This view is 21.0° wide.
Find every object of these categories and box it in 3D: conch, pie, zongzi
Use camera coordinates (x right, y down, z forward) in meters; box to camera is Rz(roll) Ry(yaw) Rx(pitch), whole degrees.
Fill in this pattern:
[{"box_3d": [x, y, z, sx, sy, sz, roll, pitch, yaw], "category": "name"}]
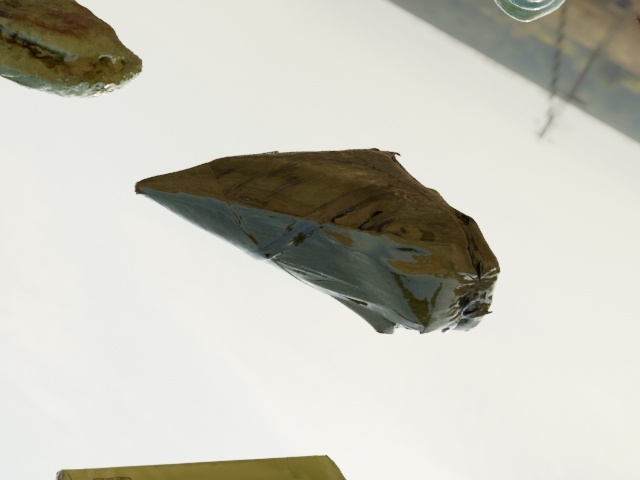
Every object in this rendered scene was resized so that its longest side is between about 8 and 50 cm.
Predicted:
[{"box_3d": [0.151, -0.206, 1.346, 0.088, 0.065, 0.180, 13, -170, -4], "category": "conch"}, {"box_3d": [-0.299, -0.211, 1.751, 0.248, 0.090, 0.201, 20, -166, 3], "category": "pie"}, {"box_3d": [0.000, 0.000, 1.538, 0.274, 0.125, 0.251, 2, -157, -32], "category": "zongzi"}]

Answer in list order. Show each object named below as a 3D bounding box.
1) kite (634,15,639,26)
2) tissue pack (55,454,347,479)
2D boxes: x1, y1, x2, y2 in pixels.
[{"box_3d": [0.293, -0.116, 1.174, 0.190, 0.159, 0.010, 8, -156, -15], "category": "kite"}, {"box_3d": [-0.096, 0.262, 1.357, 0.234, 0.159, 0.125, -1, -150, -24], "category": "tissue pack"}]
